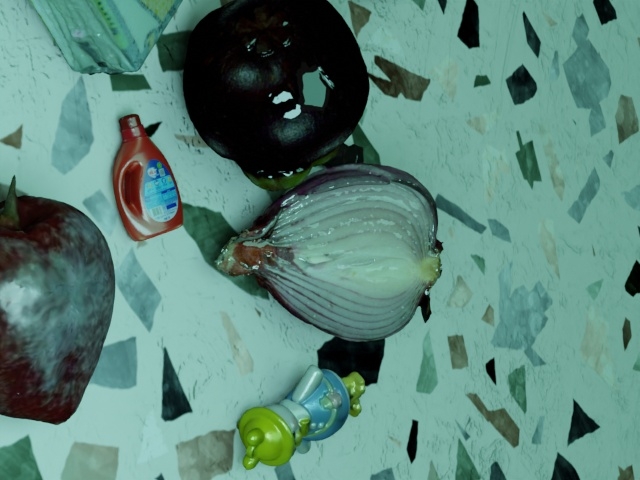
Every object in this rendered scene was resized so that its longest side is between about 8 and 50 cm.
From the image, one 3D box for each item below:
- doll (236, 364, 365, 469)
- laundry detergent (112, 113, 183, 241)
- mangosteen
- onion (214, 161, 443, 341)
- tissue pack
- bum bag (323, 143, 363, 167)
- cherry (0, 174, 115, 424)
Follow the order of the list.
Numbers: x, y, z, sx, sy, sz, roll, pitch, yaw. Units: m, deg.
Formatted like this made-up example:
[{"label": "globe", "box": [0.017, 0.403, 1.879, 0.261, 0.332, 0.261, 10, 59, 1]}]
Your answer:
[{"label": "doll", "box": [-0.034, 0.258, 1.951, 0.241, 0.135, 0.099, -28, 78, -47]}, {"label": "laundry detergent", "box": [-0.241, -0.087, 1.798, 0.097, 0.049, 0.165, -23, 100, -43]}, {"label": "mangosteen", "box": [-0.051, -0.209, 1.883, 0.287, 0.233, 0.287, 46, 25, -29]}, {"label": "onion", "box": [0.000, 0.000, 1.980, 0.348, 0.159, 0.267, 8, 105, -21]}, {"label": "tissue pack", "box": [-0.254, -0.400, 1.730, 0.311, 0.128, 0.228, -63, 146, -31]}, {"label": "bum bag", "box": [0.024, -0.134, 2.101, 0.124, 0.034, 0.058, 23, 78, -44]}, {"label": "cherry", "box": [-0.347, 0.078, 1.548, 0.230, 0.203, 0.300, -33, 118, -52]}]
